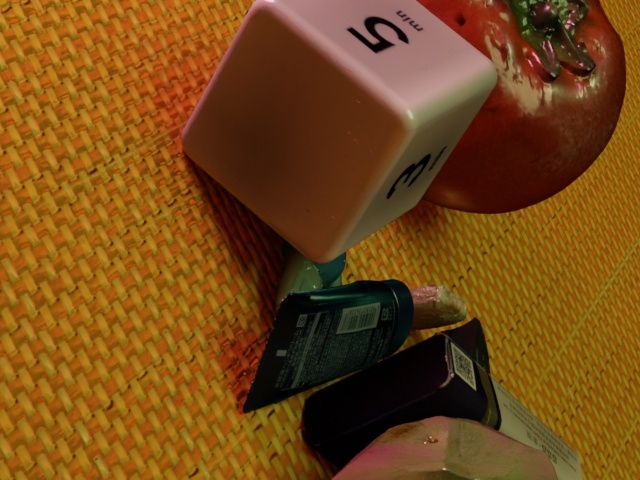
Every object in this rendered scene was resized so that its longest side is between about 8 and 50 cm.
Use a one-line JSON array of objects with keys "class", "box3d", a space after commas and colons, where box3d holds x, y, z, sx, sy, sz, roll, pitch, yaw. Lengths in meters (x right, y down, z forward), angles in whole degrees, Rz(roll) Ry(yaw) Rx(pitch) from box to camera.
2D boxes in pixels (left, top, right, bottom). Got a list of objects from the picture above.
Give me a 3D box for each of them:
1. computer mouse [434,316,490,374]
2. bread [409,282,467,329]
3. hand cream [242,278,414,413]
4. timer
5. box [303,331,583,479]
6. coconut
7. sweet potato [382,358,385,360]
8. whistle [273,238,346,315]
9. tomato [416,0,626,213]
[{"class": "computer mouse", "box3d": [0.143, 0.143, 1.969, 0.192, 0.062, 0.106, -45, 128, -74]}, {"class": "bread", "box3d": [0.114, 0.072, 1.996, 0.083, 0.070, 0.035, 29, 52, -52]}, {"class": "hand cream", "box3d": [0.011, 0.092, 1.780, 0.061, 0.120, 0.270, 27, 16, 21]}, {"class": "timer", "box3d": [0.019, -0.125, 1.768, 0.194, 0.192, 0.195, 41, 34, 13]}, {"class": "box", "box3d": [0.124, 0.202, 1.809, 0.259, 0.168, 0.071, 40, 33, -39]}, {"class": "coconut", "box3d": [0.103, 0.257, 1.660, 0.236, 0.236, 0.205, 39, 44, -41]}, {"class": "sweet potato", "box3d": [0.102, 0.191, 1.904, 0.068, 0.060, 0.206, -53, 126, -20]}, {"class": "whistle", "box3d": [0.000, 0.000, 1.848, 0.114, 0.077, 0.236, 63, 28, -30]}, {"class": "tomato", "box3d": [0.171, -0.198, 2.104, 0.341, 0.273, 0.341, 20, 57, -34]}]
